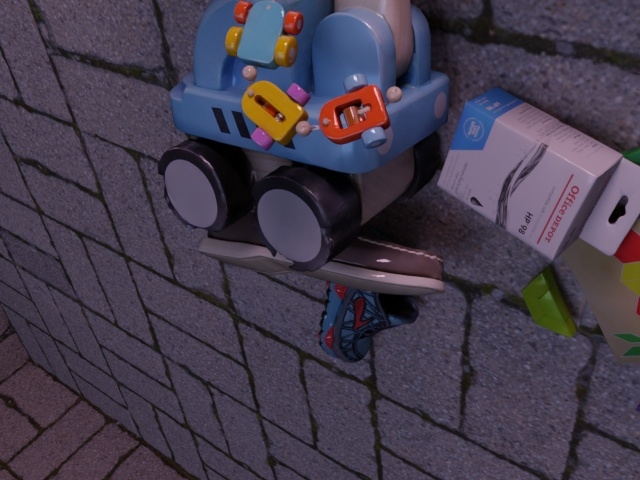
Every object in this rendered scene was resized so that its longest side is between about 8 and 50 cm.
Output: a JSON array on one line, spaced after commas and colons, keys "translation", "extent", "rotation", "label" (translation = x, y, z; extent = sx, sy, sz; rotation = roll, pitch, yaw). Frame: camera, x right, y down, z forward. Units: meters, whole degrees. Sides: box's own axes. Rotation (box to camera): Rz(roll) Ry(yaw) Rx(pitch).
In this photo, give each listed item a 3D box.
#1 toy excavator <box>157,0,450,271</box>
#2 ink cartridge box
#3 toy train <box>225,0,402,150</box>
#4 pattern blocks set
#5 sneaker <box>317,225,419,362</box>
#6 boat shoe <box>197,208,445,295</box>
[{"translation": [0.025, -0.206, 0.636], "extent": [0.433, 0.222, 0.445], "rotation": [17, 127, 33], "label": "toy excavator"}, {"translation": [0.212, -0.058, 0.653], "extent": [0.180, 0.060, 0.104], "rotation": [37, 136, 27], "label": "ink cartridge box"}, {"translation": [-0.008, -0.136, 0.554], "extent": [0.125, 0.046, 0.166], "rotation": [-24, 77, 13], "label": "toy train"}, {"translation": [0.337, 0.054, 0.686], "extent": [0.285, 0.026, 0.325], "rotation": [-3, 118, 49], "label": "pattern blocks set"}, {"translation": [0.072, 0.101, 0.951], "extent": [0.125, 0.104, 0.262], "rotation": [27, 141, 22], "label": "sneaker"}, {"translation": [0.000, 0.000, 0.828], "extent": [0.324, 0.097, 0.116], "rotation": [9, 168, 26], "label": "boat shoe"}]
